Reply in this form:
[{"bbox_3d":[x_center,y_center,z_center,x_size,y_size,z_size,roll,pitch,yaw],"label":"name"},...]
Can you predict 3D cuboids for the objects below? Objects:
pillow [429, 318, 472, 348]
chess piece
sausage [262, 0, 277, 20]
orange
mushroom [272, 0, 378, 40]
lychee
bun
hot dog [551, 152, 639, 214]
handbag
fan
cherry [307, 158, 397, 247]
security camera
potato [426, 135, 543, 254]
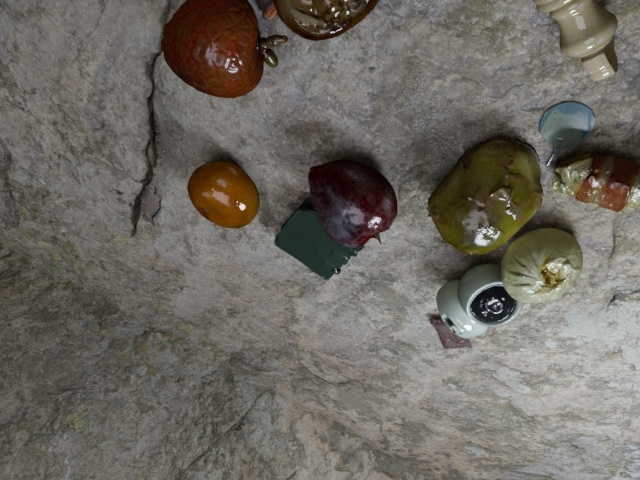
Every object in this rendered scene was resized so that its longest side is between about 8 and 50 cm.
[{"bbox_3d":[0.469,0.335,1.665,0.118,0.043,0.185,-11,126,32],"label":"pillow"},{"bbox_3d":[0.444,-0.461,0.842,0.117,0.117,0.397,-24,119,42],"label":"chess piece"},{"bbox_3d":[-0.097,-0.558,1.081,0.034,0.034,0.129,43,136,-17],"label":"sausage"},{"bbox_3d":[-0.306,-0.150,1.494,0.240,0.171,0.240,20,144,16],"label":"orange"},{"bbox_3d":[0.008,-0.543,0.951,0.253,0.153,0.253,8,131,9],"label":"mushroom"},{"bbox_3d":[-0.227,-0.463,1.099,0.300,0.255,0.255,-9,132,-1],"label":"lychee"},{"bbox_3d":[0.589,0.073,1.219,0.222,0.127,0.222,0,97,-2],"label":"bun"},{"bbox_3d":[0.648,-0.140,1.064,0.213,0.103,0.146,26,160,16],"label":"hot dog"},{"bbox_3d":[0.000,-0.002,1.552,0.260,0.079,0.247,35,138,-9],"label":"handbag"},{"bbox_3d":[0.558,-0.239,1.074,0.113,0.005,0.175,15,135,13],"label":"fan"},{"bbox_3d":[0.088,-0.109,1.306,0.300,0.203,0.230,44,144,-6],"label":"cherry"},{"bbox_3d":[0.492,0.169,1.388,0.194,0.194,0.236,38,133,-12],"label":"security camera"},{"bbox_3d":[0.415,-0.090,1.162,0.246,0.196,0.299,30,137,-4],"label":"potato"}]
